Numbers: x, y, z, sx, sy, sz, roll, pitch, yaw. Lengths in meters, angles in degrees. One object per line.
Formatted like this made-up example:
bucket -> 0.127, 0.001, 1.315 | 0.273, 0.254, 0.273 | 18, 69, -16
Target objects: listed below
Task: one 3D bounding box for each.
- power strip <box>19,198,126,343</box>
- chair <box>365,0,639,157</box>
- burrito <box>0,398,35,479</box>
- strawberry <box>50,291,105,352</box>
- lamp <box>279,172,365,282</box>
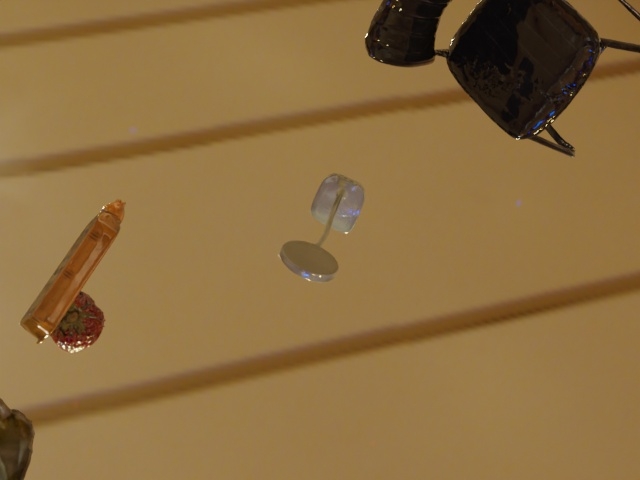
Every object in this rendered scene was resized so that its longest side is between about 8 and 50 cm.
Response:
power strip -> -0.249, 0.027, 1.512 | 0.028, 0.049, 0.178 | 38, -116, -15
chair -> 0.165, -0.167, 1.271 | 0.221, 0.140, 0.145 | -4, -131, -52
burrito -> -0.463, 0.271, 1.561 | 0.332, 0.135, 0.190 | -9, -119, -29
strawberry -> -0.288, 0.099, 1.733 | 0.073, 0.083, 0.073 | 3, -118, -6
lamp -> 0.000, 0.000, 1.290 | 0.050, 0.056, 0.198 | 26, -155, 1
